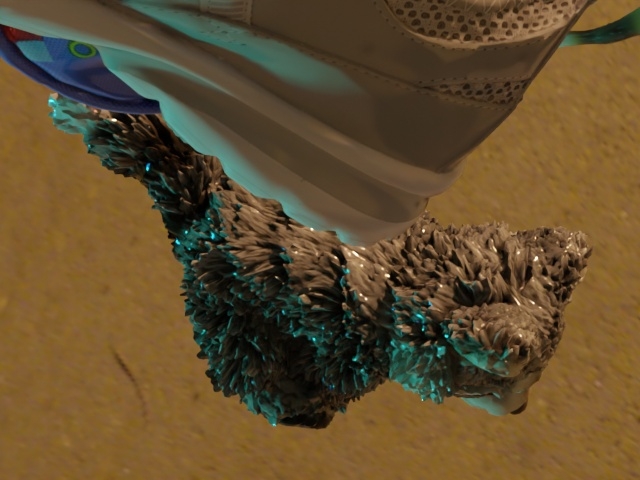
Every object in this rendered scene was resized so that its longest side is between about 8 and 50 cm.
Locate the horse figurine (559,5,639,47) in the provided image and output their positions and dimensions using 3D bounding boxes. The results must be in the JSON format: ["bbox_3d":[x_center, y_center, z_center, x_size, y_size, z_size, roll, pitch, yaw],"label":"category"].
[{"bbox_3d":[0.197,-0.182,0.788,0.174,0.066,0.263,14,109,22],"label":"horse figurine"}]

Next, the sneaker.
[{"bbox_3d":[-0.043,-0.106,0.382,0.115,0.281,0.105,-41,44,24],"label":"sneaker"}]

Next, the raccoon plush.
[{"bbox_3d":[0.000,0.000,1.306,0.299,0.446,0.216,-20,42,50],"label":"raccoon plush"}]

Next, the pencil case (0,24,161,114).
[{"bbox_3d":[-0.066,-0.199,0.610,0.133,0.119,0.306,-21,56,21],"label":"pencil case"}]
